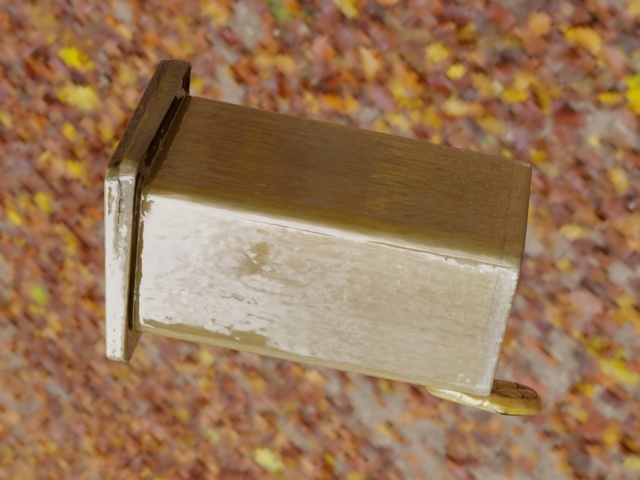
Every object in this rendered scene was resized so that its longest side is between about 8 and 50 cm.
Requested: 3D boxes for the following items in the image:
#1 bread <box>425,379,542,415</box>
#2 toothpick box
[{"bbox_3d":[0.150,0.141,1.403,0.110,0.024,0.110,9,-179,0],"label":"bread"},{"bbox_3d":[0.000,0.000,1.207,0.308,0.187,0.190,10,123,4],"label":"toothpick box"}]
